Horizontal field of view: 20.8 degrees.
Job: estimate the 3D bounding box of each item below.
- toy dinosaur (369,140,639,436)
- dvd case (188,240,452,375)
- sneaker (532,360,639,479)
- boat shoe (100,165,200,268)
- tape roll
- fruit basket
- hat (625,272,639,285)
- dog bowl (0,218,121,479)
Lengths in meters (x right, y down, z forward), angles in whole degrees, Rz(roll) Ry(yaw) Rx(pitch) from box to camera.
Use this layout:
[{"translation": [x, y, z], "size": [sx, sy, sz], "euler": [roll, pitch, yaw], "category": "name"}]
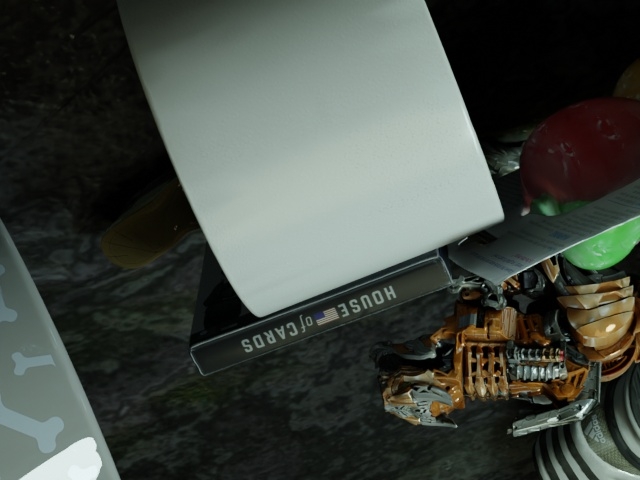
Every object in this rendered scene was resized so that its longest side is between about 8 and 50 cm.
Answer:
[{"translation": [0.195, 0.048, 1.383], "size": [0.322, 0.218, 0.164], "euler": [-5, 142, -18], "category": "toy dinosaur"}, {"translation": [0.000, 0.000, 1.229], "size": [0.179, 0.238, 0.029], "euler": [-21, 112, 10], "category": "dvd case"}, {"translation": [0.399, 0.196, 1.767], "size": [0.447, 0.169, 0.257], "euler": [6, 155, -34], "category": "sneaker"}, {"translation": [-0.099, -0.035, 1.290], "size": [0.152, 0.049, 0.056], "euler": [-27, 125, 19], "category": "boat shoe"}, {"translation": [-0.006, -0.093, 1.084], "size": [0.169, 0.246, 0.246], "euler": [-21, 144, 4], "category": "tape roll"}, {"translation": [0.247, -0.055, 1.200], "size": [0.353, 0.327, 0.165], "euler": [-30, 100, -4], "category": "fruit basket"}, {"translation": [0.380, 0.026, 1.437], "size": [0.208, 0.173, 0.183], "euler": [30, 111, -12], "category": "hat"}, {"translation": [-0.225, 0.115, 1.201], "size": [0.102, 0.349, 0.349], "euler": [-25, 146, -13], "category": "dog bowl"}]
